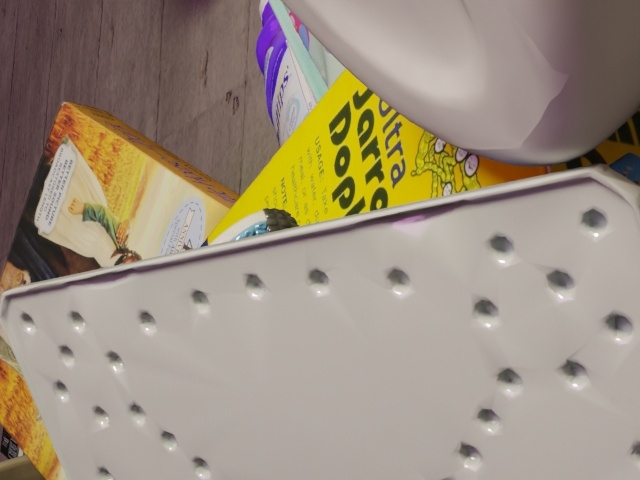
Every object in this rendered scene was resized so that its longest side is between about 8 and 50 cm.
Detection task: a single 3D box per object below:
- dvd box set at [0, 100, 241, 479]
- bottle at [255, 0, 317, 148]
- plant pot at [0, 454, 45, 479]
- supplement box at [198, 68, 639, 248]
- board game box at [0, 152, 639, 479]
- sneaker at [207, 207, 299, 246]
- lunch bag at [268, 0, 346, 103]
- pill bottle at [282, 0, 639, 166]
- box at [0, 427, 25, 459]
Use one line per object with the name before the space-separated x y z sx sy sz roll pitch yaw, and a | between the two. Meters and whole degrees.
dvd box set | -0.166 0.080 1.107 0.420 0.062 0.308 33 105 49
bottle | 0.003 -0.122 1.050 0.283 0.092 0.118 -106 17 -47
plant pot | -0.206 0.382 1.127 0.323 0.323 0.280 -134 41 -57
supplement box | 0.089 0.015 0.744 0.356 0.194 0.195 -47 43 47
board game box | 0.042 0.172 0.623 0.390 0.050 0.390 -11 104 41
sneaker | -0.065 0.045 0.746 0.191 0.071 0.083 -60 28 34
lunch bag | 0.064 -0.233 0.913 0.223 0.160 0.262 -56 42 40
pill bottle | 0.152 -0.241 0.504 0.407 0.229 0.229 -44 27 -10
box | -0.234 0.099 1.370 0.087 0.169 0.290 5 88 65
